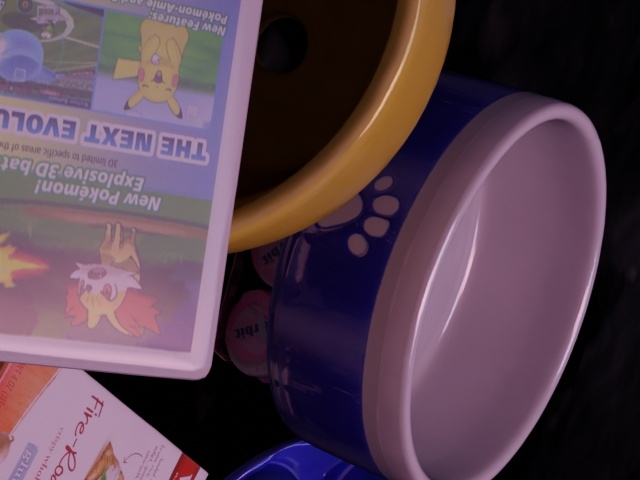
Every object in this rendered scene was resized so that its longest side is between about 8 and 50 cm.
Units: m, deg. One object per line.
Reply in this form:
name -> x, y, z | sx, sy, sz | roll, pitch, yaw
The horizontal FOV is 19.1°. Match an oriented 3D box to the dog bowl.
dog bowl -> 0.080, 0.026, 1.222 | 0.265, 0.104, 0.265 | -39, 139, -44

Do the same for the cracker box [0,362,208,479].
cracker box -> -0.165, 0.148, 1.047 | 0.156, 0.067, 0.232 | -63, 150, -14

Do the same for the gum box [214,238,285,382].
gum box -> 0.000, 0.000, 1.245 | 0.107, 0.062, 0.188 | 0, 106, -60

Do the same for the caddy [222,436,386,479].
caddy -> -0.003, 0.302, 1.307 | 0.241, 0.179, 0.341 | 0, 108, -36

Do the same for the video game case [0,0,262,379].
video game case -> -0.170, -0.109, 0.718 | 0.329, 0.036, 0.300 | 8, 90, -31

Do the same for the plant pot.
plant pot -> -0.047, -0.114, 0.938 | 0.239, 0.254, 0.254 | 11, 97, -75
